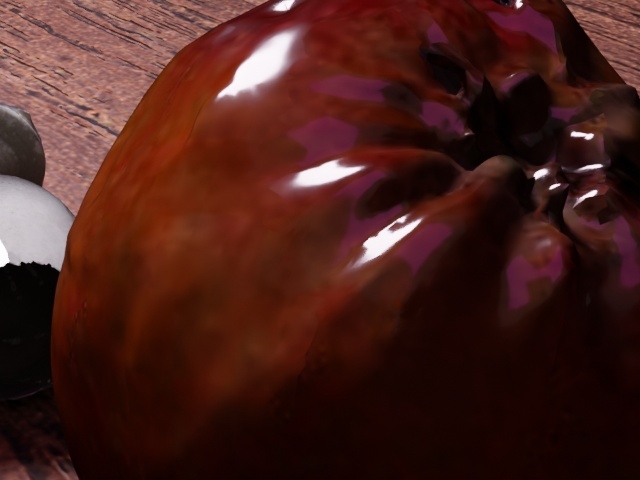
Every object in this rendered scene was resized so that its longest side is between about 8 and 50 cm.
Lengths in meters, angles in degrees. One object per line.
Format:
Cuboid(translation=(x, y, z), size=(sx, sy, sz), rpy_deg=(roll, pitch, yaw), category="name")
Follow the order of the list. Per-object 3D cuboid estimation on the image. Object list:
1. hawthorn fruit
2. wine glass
Cuboid(translation=(0.034, 0.047, 0.556), size=(0.308, 0.325, 0.308), rpy_deg=(2, 64, -3), category="hawthorn fruit")
Cuboid(translation=(-0.222, 0.001, 0.861), size=(0.126, 0.126, 0.241), rpy_deg=(-6, 30, -18), category="wine glass")
